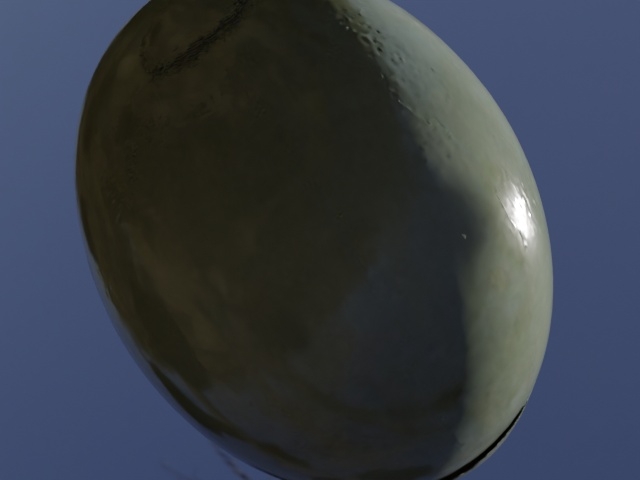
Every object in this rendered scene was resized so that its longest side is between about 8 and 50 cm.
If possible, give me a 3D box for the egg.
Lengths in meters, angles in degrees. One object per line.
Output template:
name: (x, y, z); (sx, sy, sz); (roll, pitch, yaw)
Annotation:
egg: (0.000, 0.000, 0.669); (0.186, 0.253, 0.186); (-25, -154, 14)
